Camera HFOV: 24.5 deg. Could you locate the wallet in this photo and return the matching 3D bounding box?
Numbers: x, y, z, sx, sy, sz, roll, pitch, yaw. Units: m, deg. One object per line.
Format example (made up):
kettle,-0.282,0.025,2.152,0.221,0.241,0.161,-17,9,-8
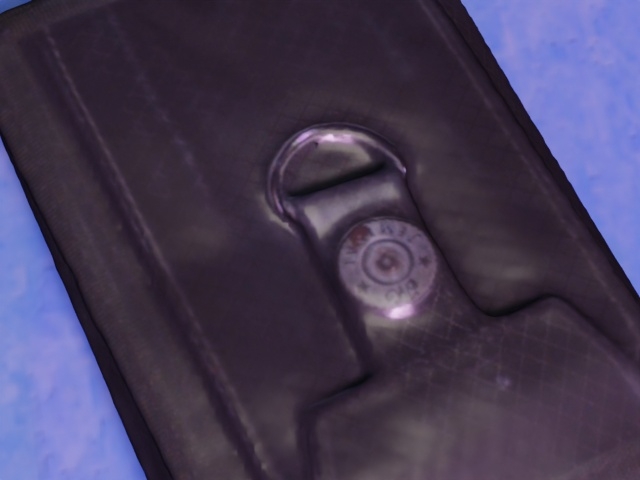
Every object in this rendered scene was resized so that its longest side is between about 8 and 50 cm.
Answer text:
wallet,0.000,0.000,0.469,0.168,0.052,0.245,-24,70,-10
